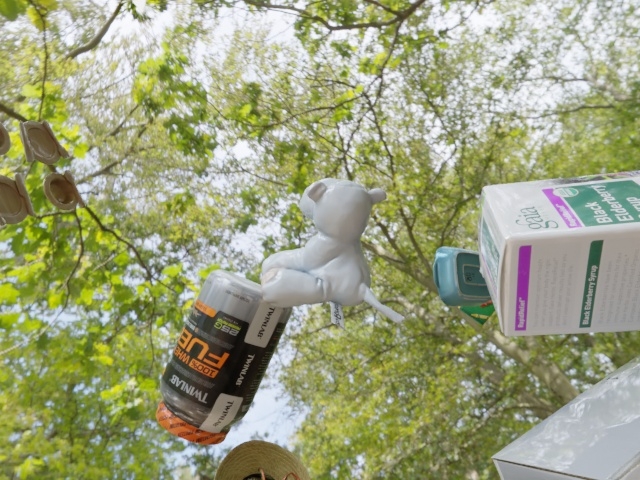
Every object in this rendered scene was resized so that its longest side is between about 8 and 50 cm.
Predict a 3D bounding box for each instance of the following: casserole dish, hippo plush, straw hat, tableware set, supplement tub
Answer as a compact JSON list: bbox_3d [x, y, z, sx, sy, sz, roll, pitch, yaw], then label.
[{"bbox_3d":[0.283,0.068,0.881,0.189,0.037,0.114,8,-106,-41],"label":"casserole dish"},{"bbox_3d":[0.000,0.000,0.874,0.235,0.294,0.236,-4,-72,-13],"label":"hippo plush"},{"bbox_3d":[-0.084,0.335,0.589,0.145,0.144,0.061,19,-45,-29],"label":"straw hat"},{"bbox_3d":[-0.382,-0.095,0.598,0.020,0.169,0.140,-18,-85,17],"label":"tableware set"},{"bbox_3d":[-0.214,0.250,1.014,0.207,0.207,0.337,26,-96,-31],"label":"supplement tub"}]

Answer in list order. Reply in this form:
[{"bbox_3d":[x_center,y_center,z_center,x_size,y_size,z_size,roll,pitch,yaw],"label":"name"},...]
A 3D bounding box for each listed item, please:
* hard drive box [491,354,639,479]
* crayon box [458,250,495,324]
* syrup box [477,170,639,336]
[{"bbox_3d":[0.245,0.210,0.285,0.181,0.089,0.231,-17,-99,-25],"label":"hard drive box"},{"bbox_3d":[0.472,0.120,1.335,0.081,0.278,0.165,35,-77,5],"label":"crayon box"},{"bbox_3d":[0.254,0.005,0.360,0.237,0.093,0.096,-4,-61,10],"label":"syrup box"}]
